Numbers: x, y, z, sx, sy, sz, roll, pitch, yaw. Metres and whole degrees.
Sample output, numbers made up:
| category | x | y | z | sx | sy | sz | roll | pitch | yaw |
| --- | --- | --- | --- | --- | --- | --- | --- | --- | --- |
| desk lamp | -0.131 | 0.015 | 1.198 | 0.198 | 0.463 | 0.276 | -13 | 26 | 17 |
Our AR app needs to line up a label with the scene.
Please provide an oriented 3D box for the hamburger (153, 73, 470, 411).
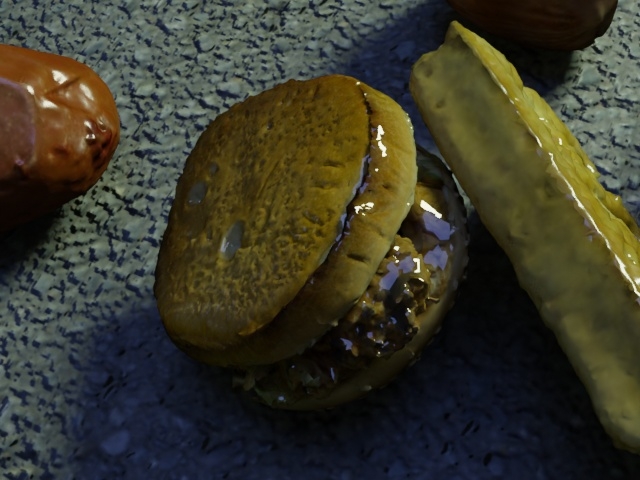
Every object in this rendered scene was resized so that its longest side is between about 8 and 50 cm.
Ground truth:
| category | x | y | z | sx | sy | sz | roll | pitch | yaw |
| --- | --- | --- | --- | --- | --- | --- | --- | --- | --- |
| hamburger | 0.001 | 0.006 | 0.594 | 0.181 | 0.118 | 0.191 | -61 | 33 | 1 |

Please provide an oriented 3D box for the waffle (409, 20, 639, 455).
| category | x | y | z | sx | sy | sz | roll | pitch | yaw |
| --- | --- | --- | --- | --- | --- | --- | --- | --- | --- |
| waffle | 0.148 | 0.015 | 0.577 | 0.057 | 0.168 | 0.274 | -37 | 56 | 17 |

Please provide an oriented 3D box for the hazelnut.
| category | x | y | z | sx | sy | sz | roll | pitch | yaw |
| --- | --- | --- | --- | --- | --- | --- | --- | --- | --- |
| hazelnut | 0.149 | -0.203 | 0.735 | 0.150 | 0.150 | 0.150 | -3 | 55 | 4 |

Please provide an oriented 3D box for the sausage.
| category | x | y | z | sx | sy | sz | roll | pitch | yaw |
| --- | --- | --- | --- | --- | --- | --- | --- | --- | --- |
| sausage | -0.255 | -0.049 | 0.684 | 0.258 | 0.133 | 0.133 | -19 | 56 | -7 |
